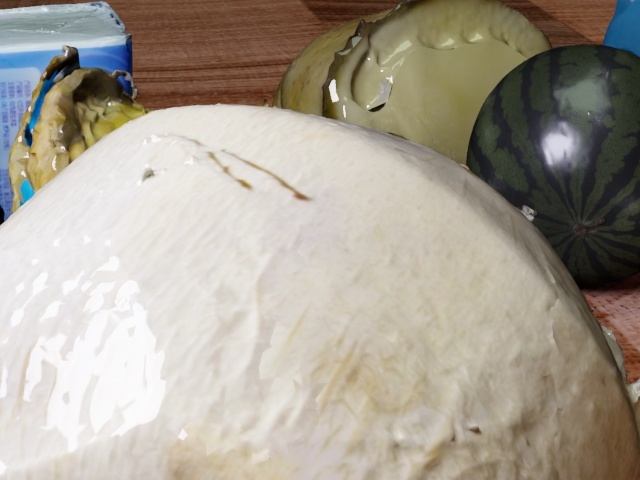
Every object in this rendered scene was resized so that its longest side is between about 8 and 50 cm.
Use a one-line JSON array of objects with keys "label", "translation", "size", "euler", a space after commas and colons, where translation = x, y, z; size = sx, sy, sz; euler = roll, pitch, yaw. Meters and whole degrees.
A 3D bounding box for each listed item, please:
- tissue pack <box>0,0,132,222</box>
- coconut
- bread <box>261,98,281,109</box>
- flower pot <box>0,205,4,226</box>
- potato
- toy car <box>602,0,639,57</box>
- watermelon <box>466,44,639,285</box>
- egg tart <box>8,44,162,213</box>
[{"label": "tissue pack", "translation": [-0.244, -0.037, 1.322], "size": [0.198, 0.263, 0.146], "euler": [-5, 20, -13]}, {"label": "coconut", "translation": [-0.042, 0.135, 0.771], "size": [0.346, 0.346, 0.360], "euler": [12, 43, 29]}, {"label": "bread", "translation": [0.000, -0.001, 1.370], "size": [0.160, 0.147, 0.260], "euler": [4, -15, 33]}, {"label": "flower pot", "translation": [-0.363, 0.009, 1.111], "size": [0.302, 0.302, 0.213], "euler": [3, 54, 7]}, {"label": "potato", "translation": [0.075, -0.120, 1.639], "size": [0.285, 0.242, 0.242], "euler": [-17, 26, -30]}, {"label": "toy car", "translation": [0.440, -0.222, 1.937], "size": [0.255, 0.190, 0.188], "euler": [21, 28, 40]}, {"label": "watermelon", "translation": [0.226, -0.066, 1.483], "size": [0.212, 0.212, 0.212], "euler": [0, 20, 0]}, {"label": "egg tart", "translation": [-0.110, 0.002, 1.165], "size": [0.107, 0.290, 0.291], "euler": [-10, 18, 14]}]
